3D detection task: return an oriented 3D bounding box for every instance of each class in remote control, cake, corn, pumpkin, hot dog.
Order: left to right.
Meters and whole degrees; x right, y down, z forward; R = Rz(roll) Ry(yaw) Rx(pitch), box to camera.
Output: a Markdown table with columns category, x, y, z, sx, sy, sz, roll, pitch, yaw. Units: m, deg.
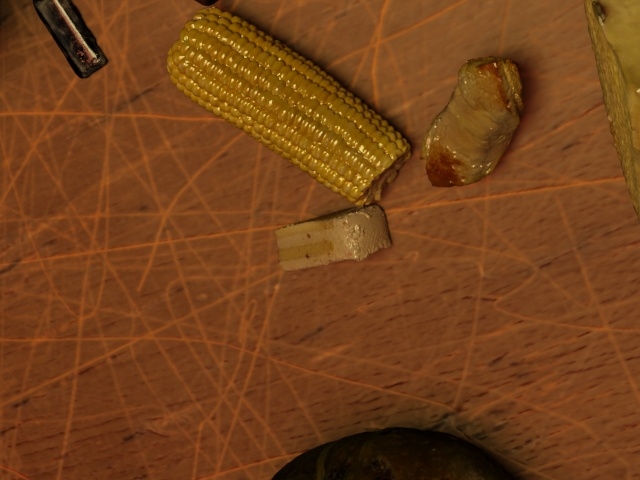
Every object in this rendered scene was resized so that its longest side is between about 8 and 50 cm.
| category | x | y | z | sx | sy | sz | roll | pitch | yaw |
| --- | --- | --- | --- | --- | --- | --- | --- | --- | --- |
| remote control | -0.250 | -0.207 | 1.549 | 0.039 | 0.014 | 0.096 | -29 | 97 | 23 |
| corn | -0.031 | -0.127 | 1.460 | 0.244 | 0.093 | 0.093 | 33 | 113 | 4 |
| cake | 0.000 | 0.000 | 1.509 | 0.121 | 0.065 | 0.052 | -14 | 99 | 28 |
| pumpkin | 0.080 | 0.301 | 1.474 | 0.325 | 0.242 | 0.232 | 27 | 121 | 4 |
| hot dog | 0.147 | -0.112 | 1.421 | 0.078 | 0.061 | 0.169 | 42 | 140 | 11 |

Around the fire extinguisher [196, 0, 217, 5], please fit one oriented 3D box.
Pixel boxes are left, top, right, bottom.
| category | x | y | z | sx | sy | sz | roll | pitch | yaw |
| --- | --- | --- | --- | --- | --- | --- | --- | --- | --- |
| fire extinguisher | -0.224 | -0.340 | 1.452 | 0.344 | 0.102 | 0.138 | 35 | 115 | 6 |

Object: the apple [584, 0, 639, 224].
| category | x | y | z | sx | sy | sz | roll | pitch | yaw |
| --- | --- | --- | --- | --- | --- | --- | --- | --- | --- |
| apple | 0.377 | -0.157 | 1.236 | 0.309 | 0.252 | 0.314 | -14 | 98 | 5 |
